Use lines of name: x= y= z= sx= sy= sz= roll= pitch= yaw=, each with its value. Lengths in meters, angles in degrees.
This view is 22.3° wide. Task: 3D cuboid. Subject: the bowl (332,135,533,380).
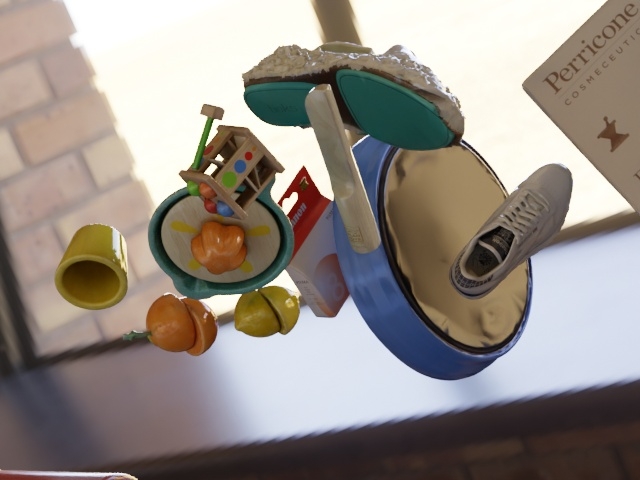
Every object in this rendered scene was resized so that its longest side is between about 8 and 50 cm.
bowl: x=0.177 y=0.009 z=2.392 sx=0.077 sy=0.391 sz=0.391 roll=-23 pitch=7 yaw=39

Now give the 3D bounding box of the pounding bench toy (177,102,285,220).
pounding bench toy: x=-0.086 y=-0.065 z=1.347 sx=0.065 sy=0.083 sz=0.052 roll=-51 pitch=29 yaw=-16

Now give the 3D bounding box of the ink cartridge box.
ink cartridge box: x=0.000 y=0.000 z=2.346 sx=0.045 sy=0.179 sz=0.145 roll=-1 pitch=43 yaw=39

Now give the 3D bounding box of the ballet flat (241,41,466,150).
ballet flat: x=0.056 y=-0.221 z=2.228 sx=0.409 sy=0.147 sz=0.147 roll=13 pitch=32 yaw=44

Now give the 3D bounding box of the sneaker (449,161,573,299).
sneaker: x=0.271 y=-0.017 z=2.235 sx=0.235 sy=0.090 sz=0.095 roll=-50 pitch=-13 yaw=-9

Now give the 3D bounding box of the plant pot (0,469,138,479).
plant pot: x=-0.345 y=0.388 z=1.940 sx=0.265 sy=0.272 sz=0.272 roll=-8 pitch=14 yaw=24

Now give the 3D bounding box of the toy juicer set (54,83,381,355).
toy juicer set: x=-0.068 y=0.017 z=1.510 sx=0.329 sy=0.209 sz=0.089 roll=-29 pitch=33 yaw=23

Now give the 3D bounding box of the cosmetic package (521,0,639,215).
cosmetic package: x=0.543 y=-0.138 z=2.099 sx=0.329 sy=0.393 sz=0.327 roll=-45 pitch=-32 yaw=11
